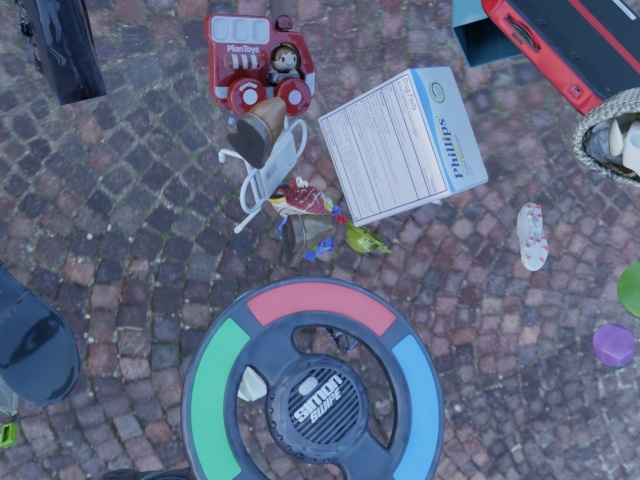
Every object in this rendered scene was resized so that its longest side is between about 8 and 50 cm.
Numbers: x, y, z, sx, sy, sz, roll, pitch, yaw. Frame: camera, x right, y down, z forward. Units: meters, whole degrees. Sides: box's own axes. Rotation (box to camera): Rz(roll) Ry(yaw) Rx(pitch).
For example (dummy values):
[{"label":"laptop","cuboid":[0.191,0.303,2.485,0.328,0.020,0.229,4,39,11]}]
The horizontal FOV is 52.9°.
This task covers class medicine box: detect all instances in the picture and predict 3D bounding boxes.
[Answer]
[{"label":"medicine box","cuboid":[0.173,-0.199,1.399,0.149,0.289,0.263,-19,91,-43]}]

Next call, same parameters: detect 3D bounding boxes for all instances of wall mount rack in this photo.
[{"label":"wall mount rack","cuboid":[-0.160,-0.182,1.781,0.130,0.350,0.304,16,140,23]}]

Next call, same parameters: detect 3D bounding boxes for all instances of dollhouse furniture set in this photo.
[{"label":"dollhouse furniture set","cuboid":[-0.531,0.288,1.024,0.058,0.152,0.076,-25,140,13]}]

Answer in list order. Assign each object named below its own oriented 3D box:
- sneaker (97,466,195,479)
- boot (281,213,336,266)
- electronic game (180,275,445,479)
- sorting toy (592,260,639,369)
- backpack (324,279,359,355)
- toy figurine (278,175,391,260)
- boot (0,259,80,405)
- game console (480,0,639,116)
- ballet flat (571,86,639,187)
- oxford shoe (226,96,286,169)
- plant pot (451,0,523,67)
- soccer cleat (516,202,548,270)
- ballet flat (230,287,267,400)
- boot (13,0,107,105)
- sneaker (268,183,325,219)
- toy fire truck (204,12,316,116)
[{"label":"sneaker","cuboid":[-0.222,0.411,1.017,0.267,0.106,0.101,20,64,-48]},{"label":"boot","cuboid":[-0.035,-0.004,1.612,0.115,0.305,0.112,-12,83,-14]},{"label":"electronic game","cuboid":[-0.001,0.141,0.542,0.229,0.048,0.229,5,70,-15]},{"label":"sorting toy","cuboid":[0.626,0.098,1.168,0.365,0.127,0.126,-47,138,-10]},{"label":"backpack","cuboid":[0.050,0.131,1.178,0.114,0.084,0.105,48,113,14]},{"label":"toy figurine","cuboid":[0.000,0.000,1.895,0.217,0.362,0.191,-50,152,-2]},{"label":"boot","cuboid":[-0.423,0.085,0.810,0.091,0.229,0.263,-42,112,-32]},{"label":"game console","cuboid":[0.552,-0.448,1.368,0.342,0.060,0.386,-34,80,-33]},{"label":"ballet flat","cuboid":[0.504,-0.060,0.694,0.182,0.483,0.164,-24,126,-43]},{"label":"oxford shoe","cuboid":[-0.091,-0.164,0.991,0.076,0.212,0.076,44,74,-9]},{"label":"plant pot","cuboid":[0.405,-0.571,1.531,0.165,0.234,0.165,-11,155,24]},{"label":"soccer cleat","cuboid":[0.530,-0.004,1.622,0.068,0.076,0.196,11,60,-4]},{"label":"ballet flat","cuboid":[-0.125,0.208,1.131,0.116,0.342,0.124,-24,70,-32]},{"label":"boot","cuboid":[-0.471,-0.506,1.073,0.146,0.367,0.445,-11,147,-7]},{"label":"sneaker","cuboid":[-0.053,-0.093,1.731,0.088,0.225,0.093,-40,119,-19]},{"label":"toy fire truck","cuboid":[-0.151,-0.462,1.687,0.302,0.169,0.254,-7,111,-24]}]
